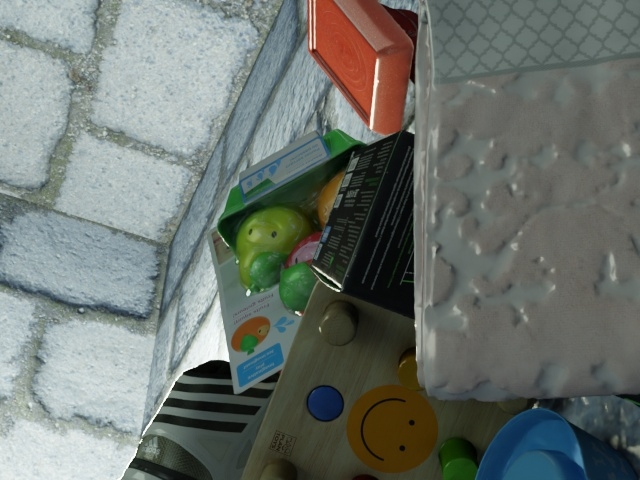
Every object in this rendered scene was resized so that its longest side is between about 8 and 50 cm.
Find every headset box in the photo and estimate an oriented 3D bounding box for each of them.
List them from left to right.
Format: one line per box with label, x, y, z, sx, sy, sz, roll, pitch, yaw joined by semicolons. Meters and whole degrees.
headset box;0.152;0.022;0.744;0.246;0.282;0.131;-156;87;-83

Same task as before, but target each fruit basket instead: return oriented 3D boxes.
fruit basket;0.000;0.000;1.103;0.327;0.165;0.353;-29;29;7

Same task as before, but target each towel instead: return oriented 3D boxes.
towel;0.223;-0.061;0.540;0.053;0.331;0.317;52;-144;-66

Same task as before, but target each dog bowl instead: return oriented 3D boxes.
dog bowl;0.202;0.285;0.688;0.166;0.074;0.297;125;156;-43

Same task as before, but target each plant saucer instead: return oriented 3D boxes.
plant saucer;0.050;-0.316;1.392;0.258;0.047;0.259;55;166;22

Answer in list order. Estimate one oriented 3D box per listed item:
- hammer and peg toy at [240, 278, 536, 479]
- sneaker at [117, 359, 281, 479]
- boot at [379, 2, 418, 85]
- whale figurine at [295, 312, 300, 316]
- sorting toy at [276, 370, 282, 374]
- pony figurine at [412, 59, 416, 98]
hammer and peg toy;0.047;0.241;0.888;0.127;0.265;0.362;-58;-10;-82
sneaker;-0.080;0.318;1.130;0.169;0.448;0.258;8;58;30
boot;0.110;-0.338;1.411;0.088;0.176;0.244;-61;21;27
whale figurine;0.002;0.190;1.174;0.141;0.216;0.272;-31;6;-25
sorting toy;-0.084;0.230;1.653;0.042;0.061;0.102;68;-143;-62
pony figurine;0.196;-0.328;1.064;0.363;0.302;0.351;-50;33;16
